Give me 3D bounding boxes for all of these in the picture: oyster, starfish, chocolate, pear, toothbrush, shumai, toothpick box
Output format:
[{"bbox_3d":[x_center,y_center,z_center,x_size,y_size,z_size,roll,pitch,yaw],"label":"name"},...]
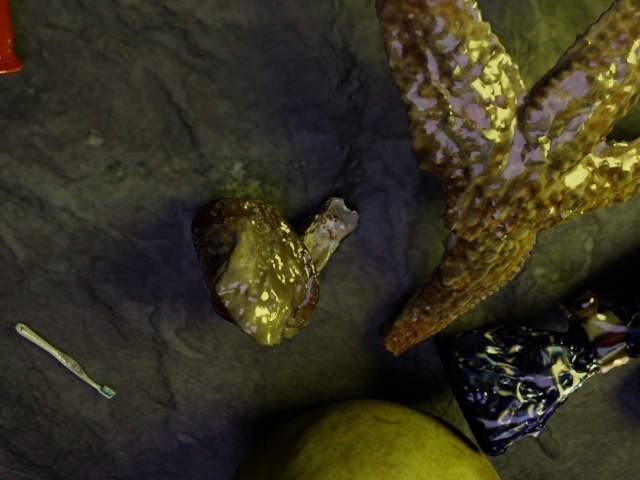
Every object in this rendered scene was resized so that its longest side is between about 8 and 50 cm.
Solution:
[{"bbox_3d":[-0.003,-0.001,0.538,0.051,0.034,0.093,31,104,-36],"label":"oyster"},{"bbox_3d":[0.170,-0.084,0.453,0.383,0.132,0.398,-24,122,6],"label":"starfish"},{"bbox_3d":[0.281,0.086,0.548,0.343,0.126,0.148,-27,132,12],"label":"chocolate"},{"bbox_3d":[0.057,0.310,0.586,0.303,0.304,0.304,-1,120,-2],"label":"pear"},{"bbox_3d":[-0.273,0.131,0.613,0.013,0.011,0.131,-28,119,27],"label":"toothbrush"},{"bbox_3d":[-0.072,0.031,0.506,0.123,0.105,0.139,-9,94,33],"label":"shumai"},{"bbox_3d":[-0.249,-0.165,0.419,0.047,0.047,0.083,5,121,-6],"label":"toothpick box"}]
